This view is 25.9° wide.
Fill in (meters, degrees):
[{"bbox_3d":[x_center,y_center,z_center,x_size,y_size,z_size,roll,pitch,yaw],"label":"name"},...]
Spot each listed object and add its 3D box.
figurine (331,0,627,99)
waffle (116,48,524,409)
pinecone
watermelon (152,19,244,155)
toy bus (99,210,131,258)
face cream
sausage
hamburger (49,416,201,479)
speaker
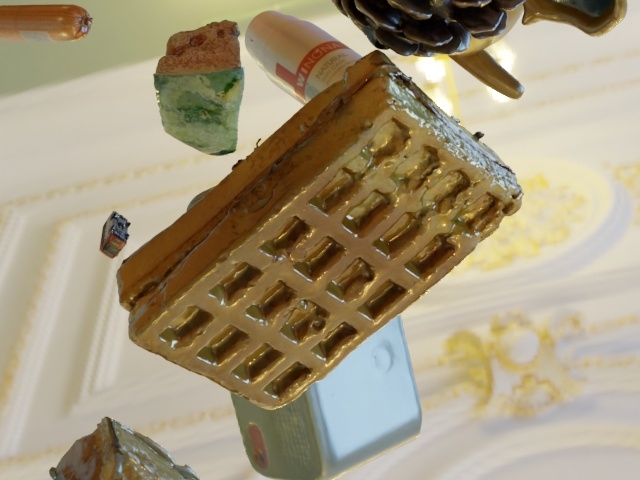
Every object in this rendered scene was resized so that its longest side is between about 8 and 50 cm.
[{"bbox_3d":[0.149,-0.318,1.501,0.268,0.387,0.401,-33,-107,-7],"label":"figurine"},{"bbox_3d":[0.000,0.000,1.237,0.328,0.224,0.098,-40,-134,16],"label":"waffle"},{"bbox_3d":[0.093,-0.255,1.150,0.179,0.204,0.184,-16,-121,-21],"label":"pinecone"},{"bbox_3d":[-0.126,-0.184,1.475,0.098,0.158,0.121,7,164,-7],"label":"watermelon"},{"bbox_3d":[-0.302,-0.009,2.035,0.043,0.031,0.110,-50,-163,13],"label":"toy bus"},{"bbox_3d":[0.011,-0.216,1.849,0.102,0.102,0.345,-28,-137,-23],"label":"face cream"},{"bbox_3d":[-0.216,-0.171,1.101,0.107,0.031,0.031,7,-145,38],"label":"sausage"},{"bbox_3d":[-0.178,0.300,1.420,0.135,0.208,0.155,-45,-148,11],"label":"hamburger"},{"bbox_3d":[-0.023,0.099,1.778,0.183,0.406,0.184,-4,-167,44],"label":"speaker"}]
